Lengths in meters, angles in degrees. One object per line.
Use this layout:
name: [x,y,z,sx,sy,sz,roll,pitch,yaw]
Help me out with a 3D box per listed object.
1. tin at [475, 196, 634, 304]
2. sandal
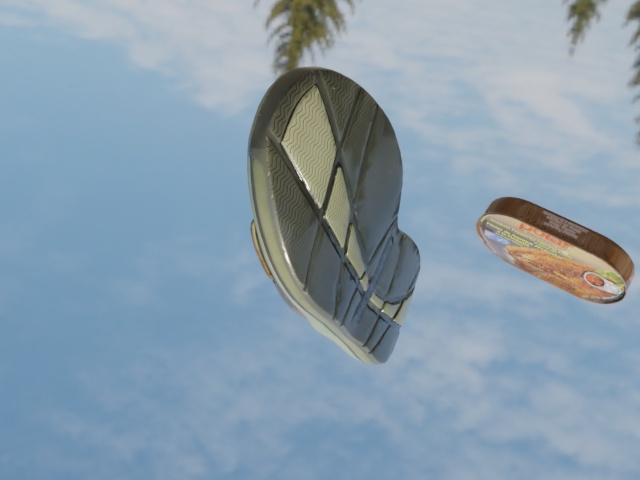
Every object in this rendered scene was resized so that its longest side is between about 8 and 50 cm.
tin: [0.274,0.010,1.123,0.190,0.106,0.040,28,-110,18]
sandal: [0.000,0.002,0.638,0.086,0.302,0.120,21,-111,22]
